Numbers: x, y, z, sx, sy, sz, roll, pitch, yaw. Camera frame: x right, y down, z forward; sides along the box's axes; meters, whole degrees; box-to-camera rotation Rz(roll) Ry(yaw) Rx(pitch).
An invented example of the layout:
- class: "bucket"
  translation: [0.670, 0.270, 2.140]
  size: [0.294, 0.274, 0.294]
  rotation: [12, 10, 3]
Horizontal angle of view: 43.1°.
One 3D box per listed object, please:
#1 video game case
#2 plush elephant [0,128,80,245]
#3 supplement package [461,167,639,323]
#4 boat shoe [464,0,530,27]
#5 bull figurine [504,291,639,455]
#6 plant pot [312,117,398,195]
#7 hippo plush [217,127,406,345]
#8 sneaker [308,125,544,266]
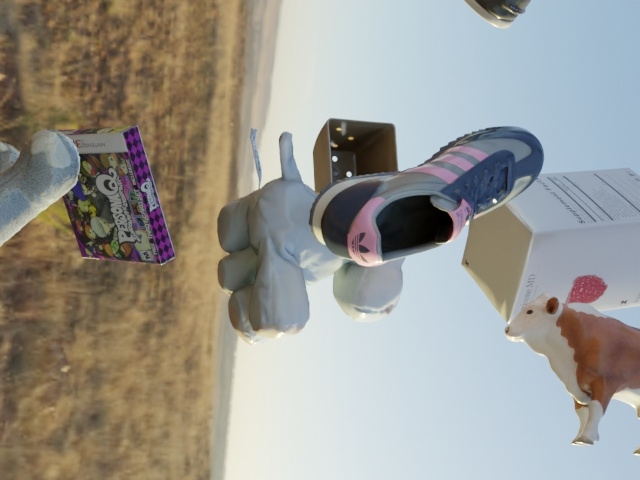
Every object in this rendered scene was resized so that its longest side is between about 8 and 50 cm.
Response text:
- class: "video game case"
  translation: [-0.358, -0.075, 1.365]
  size: [0.042, 0.210, 0.232]
  rotation: [-35, 121, -47]
- class: "plush elephant"
  translation: [-0.460, -0.062, 0.815]
  size: [0.330, 0.255, 0.272]
  rotation: [-47, -155, -15]
- class: "supplement package"
  translation: [0.410, 0.003, 1.325]
  size: [0.175, 0.292, 0.178]
  rotation: [-119, -151, -52]
- class: "boat shoe"
  translation: [0.197, -0.468, 1.251]
  size: [0.112, 0.335, 0.095]
  rotation: [-33, 164, -52]
- class: "bull figurine"
  translation: [0.390, 0.179, 1.059]
  size: [0.101, 0.310, 0.188]
  rotation: [139, -39, -72]
- class: "plant pot"
  translation: [0.042, -0.107, 1.174]
  size: [0.096, 0.109, 0.109]
  rotation: [157, -68, -63]
- class: "hippo plush"
  translation: [0.000, 0.000, 1.117]
  size: [0.234, 0.236, 0.294]
  rotation: [21, -72, 63]
- class: "sneaker"
  translation: [0.154, -0.043, 0.942]
  size: [0.131, 0.319, 0.112]
  rotation: [37, -35, 56]
